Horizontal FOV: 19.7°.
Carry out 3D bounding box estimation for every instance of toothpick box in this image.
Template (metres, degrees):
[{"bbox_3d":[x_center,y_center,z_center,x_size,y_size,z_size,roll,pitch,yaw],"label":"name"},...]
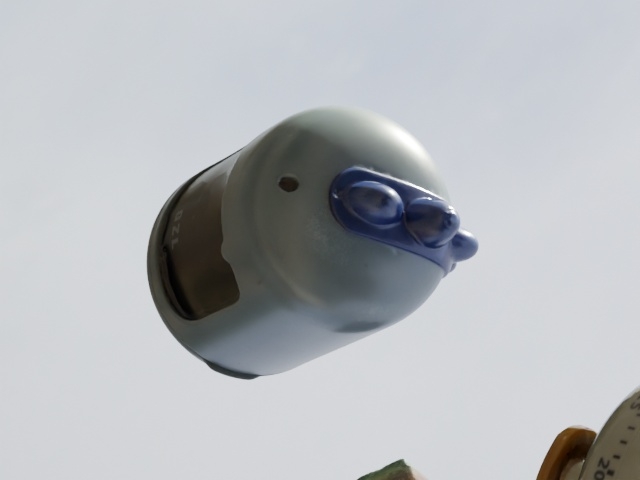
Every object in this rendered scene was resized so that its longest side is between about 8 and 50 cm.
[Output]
[{"bbox_3d":[0.000,0.000,1.858,0.354,0.263,0.263,-28,-140,62],"label":"toothpick box"}]

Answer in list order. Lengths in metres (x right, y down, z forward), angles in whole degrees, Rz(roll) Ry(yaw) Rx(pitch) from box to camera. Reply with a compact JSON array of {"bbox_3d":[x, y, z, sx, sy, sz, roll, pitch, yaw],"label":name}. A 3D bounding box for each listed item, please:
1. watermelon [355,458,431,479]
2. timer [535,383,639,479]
[{"bbox_3d":[0.101,0.338,1.930,0.193,0.140,0.257,-22,-166,2],"label":"watermelon"},{"bbox_3d":[0.301,0.206,1.316,0.240,0.233,0.233,13,-104,54],"label":"timer"}]
